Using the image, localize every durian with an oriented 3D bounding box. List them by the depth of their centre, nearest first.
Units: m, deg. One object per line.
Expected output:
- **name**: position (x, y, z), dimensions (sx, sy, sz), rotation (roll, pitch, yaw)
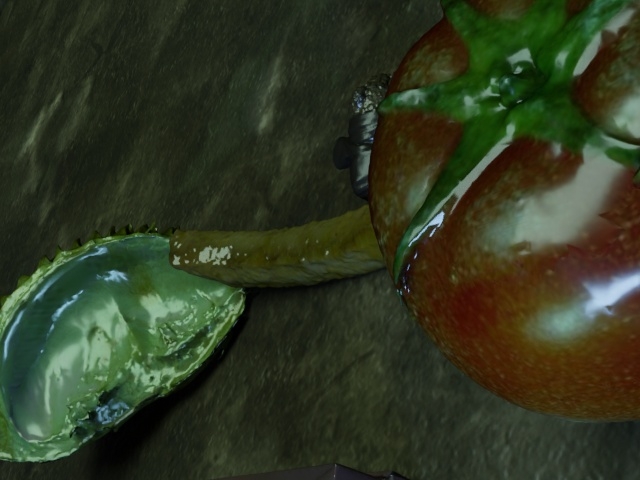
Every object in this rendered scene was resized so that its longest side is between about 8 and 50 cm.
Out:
- **durian**: position (-0.241, 0.100, 1.222), dimensions (0.394, 0.163, 0.198), rotation (-28, 37, 12)

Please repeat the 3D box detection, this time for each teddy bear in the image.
- **teddy bear**: position (0.056, -0.115, 1.047), dimensions (0.119, 0.078, 0.160), rotation (-20, 50, 43)

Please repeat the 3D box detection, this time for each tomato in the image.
- **tomato**: position (0.186, -0.044, 0.655), dimensions (0.303, 0.239, 0.303), rotation (-29, 46, 35)

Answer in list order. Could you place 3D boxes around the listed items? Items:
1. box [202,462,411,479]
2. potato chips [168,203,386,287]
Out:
- **box**: position (-0.035, 0.293, 0.863), dimensions (0.215, 0.086, 0.215), rotation (-20, 51, 48)
- **potato chips**: position (0.000, 0.000, 1.042), dimensions (0.407, 0.080, 0.057), rotation (-12, 44, 44)
